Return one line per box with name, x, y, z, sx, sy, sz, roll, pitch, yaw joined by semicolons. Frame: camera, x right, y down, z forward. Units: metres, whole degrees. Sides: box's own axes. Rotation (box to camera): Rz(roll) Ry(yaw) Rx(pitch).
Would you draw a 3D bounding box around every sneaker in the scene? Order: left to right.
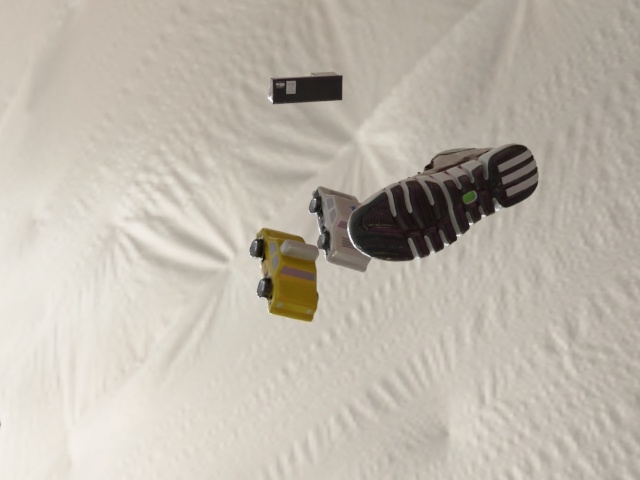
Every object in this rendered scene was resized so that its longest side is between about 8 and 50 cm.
sneaker;0.144;-0.055;1.618;0.162;0.281;0.106;21;-51;67

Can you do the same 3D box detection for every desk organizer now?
desk organizer;-0.029;-0.275;2.141;0.050;0.130;0.047;-133;-140;-65

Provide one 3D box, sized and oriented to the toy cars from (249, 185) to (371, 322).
toy cars;0.000;0.000;2.050;0.176;0.394;0.087;40;-55;8
